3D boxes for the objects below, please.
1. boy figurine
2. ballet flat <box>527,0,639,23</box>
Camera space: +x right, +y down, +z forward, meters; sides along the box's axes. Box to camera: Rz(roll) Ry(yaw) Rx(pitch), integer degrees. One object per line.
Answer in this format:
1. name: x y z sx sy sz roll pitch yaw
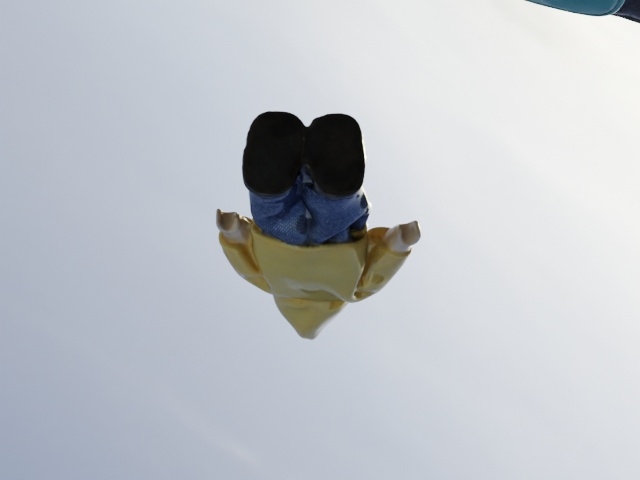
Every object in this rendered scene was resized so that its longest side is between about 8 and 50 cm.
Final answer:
1. boy figurine: 0.000 0.000 1.335 0.177 0.285 0.092 0 -118 5
2. ballet flat: 0.147 -0.126 0.659 0.213 0.068 0.072 20 161 2
